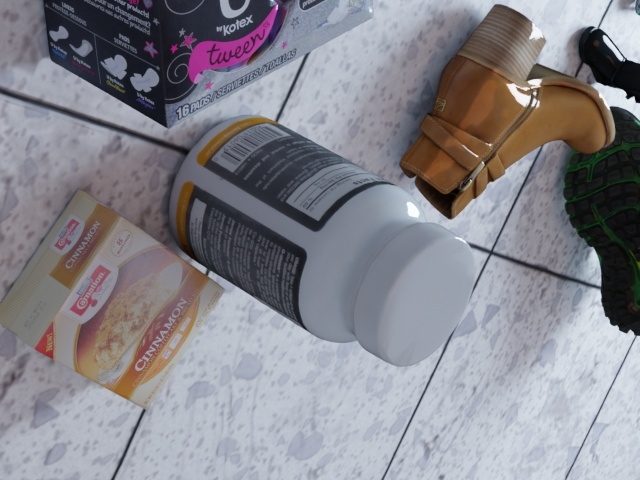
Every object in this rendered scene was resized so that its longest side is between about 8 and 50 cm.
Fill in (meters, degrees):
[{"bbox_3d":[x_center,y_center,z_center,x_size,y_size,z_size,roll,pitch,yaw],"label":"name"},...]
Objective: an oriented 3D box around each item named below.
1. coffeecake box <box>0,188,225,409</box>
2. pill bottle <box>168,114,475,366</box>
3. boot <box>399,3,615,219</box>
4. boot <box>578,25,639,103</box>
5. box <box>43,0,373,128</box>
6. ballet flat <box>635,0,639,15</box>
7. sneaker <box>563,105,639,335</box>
[{"bbox_3d":[-0.194,0.058,1.526,0.142,0.068,0.185,-56,144,-4],"label":"coffeecake box"},{"bbox_3d":[0.000,0.000,1.542,0.162,0.278,0.162,-30,135,-35],"label":"pill bottle"},{"bbox_3d":[0.215,-0.111,1.872,0.220,0.109,0.283,-58,142,-6],"label":"boot"},{"bbox_3d":[0.378,-0.212,2.012,0.045,0.099,0.121,-55,144,-10],"label":"boot"},{"bbox_3d":[-0.091,-0.228,1.371,0.247,0.163,0.142,-33,138,-33],"label":"box"},{"bbox_3d":[0.436,-0.309,2.077,0.114,0.041,0.041,-25,132,-39],"label":"ballet flat"},{"bbox_3d":[0.402,-0.039,2.170,0.146,0.134,0.343,-77,157,-48],"label":"sneaker"}]
